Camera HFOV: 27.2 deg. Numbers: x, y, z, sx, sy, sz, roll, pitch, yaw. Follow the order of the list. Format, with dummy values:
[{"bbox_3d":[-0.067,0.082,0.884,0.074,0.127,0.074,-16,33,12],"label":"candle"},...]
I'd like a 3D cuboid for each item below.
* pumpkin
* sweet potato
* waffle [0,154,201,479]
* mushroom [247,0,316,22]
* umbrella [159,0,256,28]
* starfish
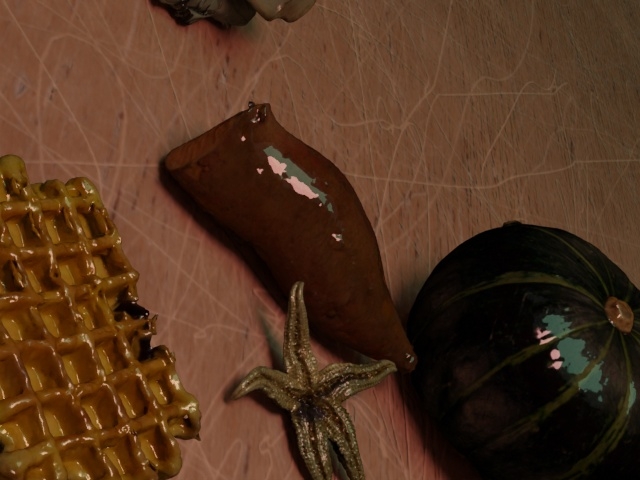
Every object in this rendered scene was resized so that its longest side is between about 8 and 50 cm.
[{"bbox_3d":[0.245,0.135,1.455,0.323,0.241,0.323,37,35,-32],"label":"pumpkin"},{"bbox_3d":[-0.002,0.001,1.344,0.337,0.131,0.131,46,33,-17],"label":"sweet potato"},{"bbox_3d":[-0.208,0.079,1.055,0.283,0.065,0.309,37,40,-25],"label":"waffle"},{"bbox_3d":[-0.121,-0.373,1.501,0.312,0.081,0.100,49,30,14],"label":"mushroom"},{"bbox_3d":[-0.131,-0.272,1.482,0.143,0.062,0.067,-2,94,-55],"label":"umbrella"},{"bbox_3d":[0.000,0.149,1.280,0.216,0.050,0.224,-8,86,-37],"label":"starfish"}]
